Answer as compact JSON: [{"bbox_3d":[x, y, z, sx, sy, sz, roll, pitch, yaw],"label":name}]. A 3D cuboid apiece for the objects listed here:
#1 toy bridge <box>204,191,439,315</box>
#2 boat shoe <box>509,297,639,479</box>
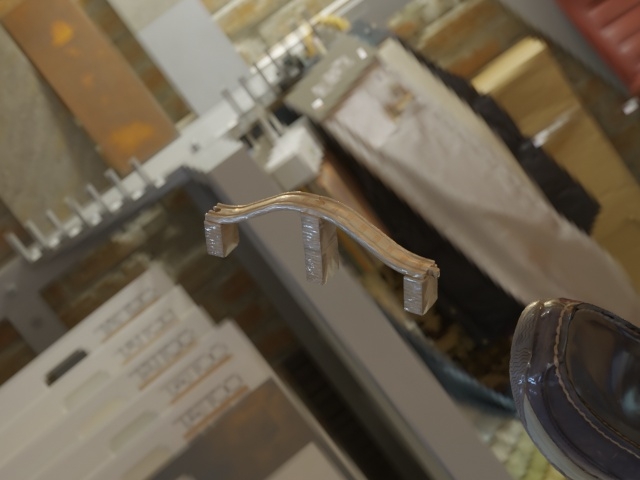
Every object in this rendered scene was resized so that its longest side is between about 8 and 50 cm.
[{"bbox_3d":[0.000,0.000,0.983,0.188,0.063,0.026,15,37,27],"label":"toy bridge"},{"bbox_3d":[0.276,0.132,1.005,0.130,0.355,0.132,-17,53,42],"label":"boat shoe"}]
